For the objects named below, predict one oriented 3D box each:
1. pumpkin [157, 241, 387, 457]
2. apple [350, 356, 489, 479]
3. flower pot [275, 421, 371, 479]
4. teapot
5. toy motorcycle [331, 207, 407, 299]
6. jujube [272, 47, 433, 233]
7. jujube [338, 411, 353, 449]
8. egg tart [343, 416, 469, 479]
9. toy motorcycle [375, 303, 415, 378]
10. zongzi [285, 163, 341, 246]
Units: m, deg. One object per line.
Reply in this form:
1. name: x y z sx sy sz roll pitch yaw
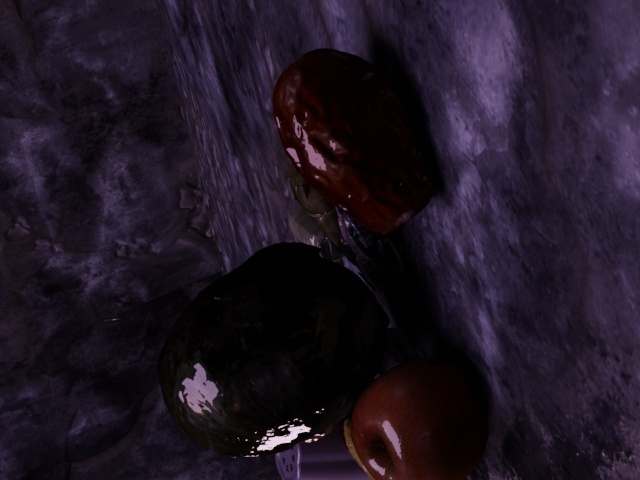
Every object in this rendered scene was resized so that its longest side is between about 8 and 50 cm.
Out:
1. pumpkin: -0.084 0.216 1.720 0.344 0.454 0.454 53 164 12
2. apple: 0.180 0.317 1.602 0.253 0.253 0.254 157 90 -78
3. flower pot: 0.021 0.547 2.393 0.265 0.243 0.265 176 90 -65
4. teapot: 0.000 0.000 2.088 0.107 0.077 0.200 69 168 -23
5. toy motorcycle: 0.069 -0.009 1.704 0.239 0.108 0.204 80 162 -44
6. jujube: 0.050 -0.150 1.381 0.290 0.197 0.197 53 169 -6
7. jujube: 0.107 0.412 2.185 0.236 0.168 0.168 -126 18 -56
8. egg tart: 0.191 0.454 1.825 0.345 0.132 0.345 47 179 1
9. toy motorcycle: 0.145 0.237 1.887 0.254 0.112 0.112 61 166 21
10. zongzi: 0.009 -0.071 1.917 0.204 0.094 0.205 62 173 -18
